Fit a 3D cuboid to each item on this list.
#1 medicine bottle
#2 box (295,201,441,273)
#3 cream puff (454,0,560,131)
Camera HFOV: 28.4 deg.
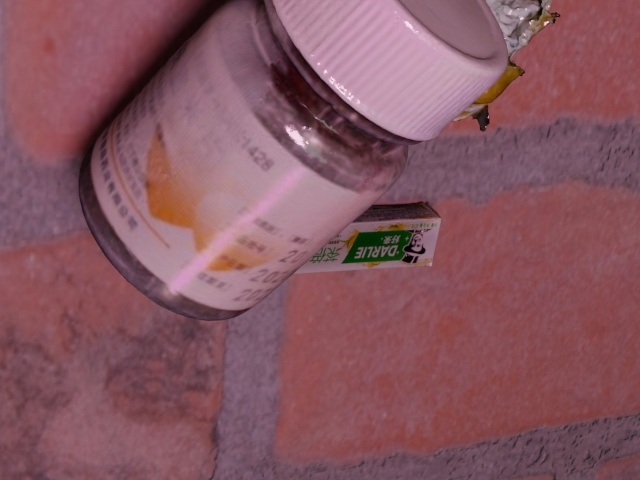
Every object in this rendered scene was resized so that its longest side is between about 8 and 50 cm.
[{"bbox_3d":[-0.023,-0.081,0.836,0.165,0.165,0.273,24,128,-35],"label":"medicine bottle"},{"bbox_3d":[0.000,0.000,1.025,0.207,0.041,0.050,-3,118,-25],"label":"box"},{"bbox_3d":[0.098,-0.167,0.923,0.156,0.121,0.156,14,70,-44],"label":"cream puff"}]
